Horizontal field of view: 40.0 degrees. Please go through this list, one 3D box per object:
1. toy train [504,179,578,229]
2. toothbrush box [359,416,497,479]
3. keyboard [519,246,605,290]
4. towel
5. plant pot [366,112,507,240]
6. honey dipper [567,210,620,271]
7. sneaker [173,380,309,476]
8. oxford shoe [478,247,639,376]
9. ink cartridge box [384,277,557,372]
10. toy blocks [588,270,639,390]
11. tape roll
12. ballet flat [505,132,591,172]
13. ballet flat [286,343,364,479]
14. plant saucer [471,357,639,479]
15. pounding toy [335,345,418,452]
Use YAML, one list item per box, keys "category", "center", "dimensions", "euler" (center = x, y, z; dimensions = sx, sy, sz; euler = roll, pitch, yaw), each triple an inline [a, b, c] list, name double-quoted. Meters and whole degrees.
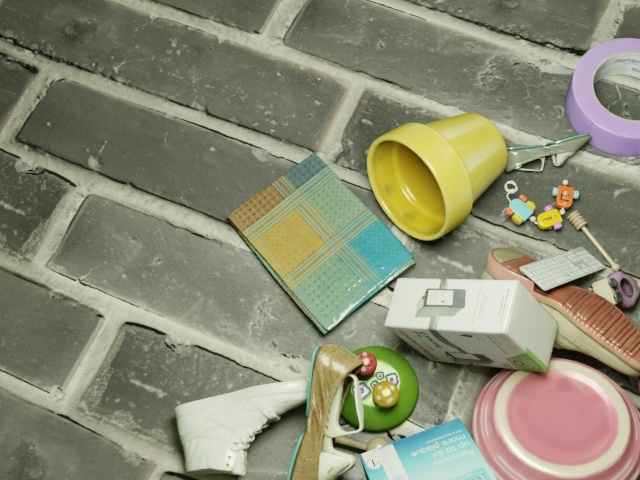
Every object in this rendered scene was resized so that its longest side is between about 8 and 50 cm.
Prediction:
- category: "toy train"
  center: [0.494, -0.079, 1.981]
  dimensions: [0.167, 0.046, 0.125]
  euler: [6, 66, 2]
- category: "toothbrush box"
  center: [0.223, 0.496, 1.622]
  dimensions: [0.217, 0.126, 0.295]
  euler: [-19, 32, -5]
- category: "keyboard"
  center: [0.513, 0.058, 1.849]
  dimensions: [0.256, 0.014, 0.072]
  euler: [-13, 43, -44]
- category: "towel"
  center: [0.000, 0.000, 1.979]
  dimensions: [0.271, 0.040, 0.370]
  euler: [-37, 67, -13]
- category: "plant pot"
  center: [0.272, -0.163, 1.933]
  dimensions: [0.239, 0.254, 0.254]
  euler: [-31, 68, -25]
- category: "honey dipper"
  center: [0.609, 0.002, 1.946]
  dimensions: [0.030, 0.030, 0.160]
  euler: [-32, 71, -11]
- category: "sneaker"
  center: [-0.143, 0.390, 1.784]
  dimensions: [0.293, 0.108, 0.169]
  euler: [-16, 68, 7]
- category: "oxford shoe"
  center: [0.498, 0.171, 1.816]
  dimensions: [0.397, 0.146, 0.141]
  euler: [37, 33, 28]
- category: "ink cartridge box"
  center: [0.297, 0.165, 1.740]
  dimensions: [0.273, 0.198, 0.114]
  euler: [-1, 61, 40]
- category: "toy blocks"
  center: [0.784, 0.158, 1.794]
  dimensions: [0.260, 0.309, 0.288]
  euler: [-7, 75, -35]
- category: "tape roll"
  center: [0.720, -0.336, 2.055]
  dimensions: [0.275, 0.090, 0.274]
  euler: [-2, 67, 4]
- category: "ballet flat"
  center: [0.521, -0.197, 2.027]
  dimensions: [0.213, 0.072, 0.068]
  euler: [-10, 94, -1]
- category: "ballet flat"
  center: [0.019, 0.377, 1.729]
  dimensions: [0.124, 0.116, 0.342]
  euler: [10, 82, 19]
- category: "plant saucer"
  center: [0.461, 0.358, 1.697]
  dimensions: [0.332, 0.084, 0.332]
  euler: [-3, 49, 4]
- category: "pounding toy"
  center: [0.101, 0.315, 1.793]
  dimensions: [0.183, 0.110, 0.236]
  euler: [20, 69, 12]
